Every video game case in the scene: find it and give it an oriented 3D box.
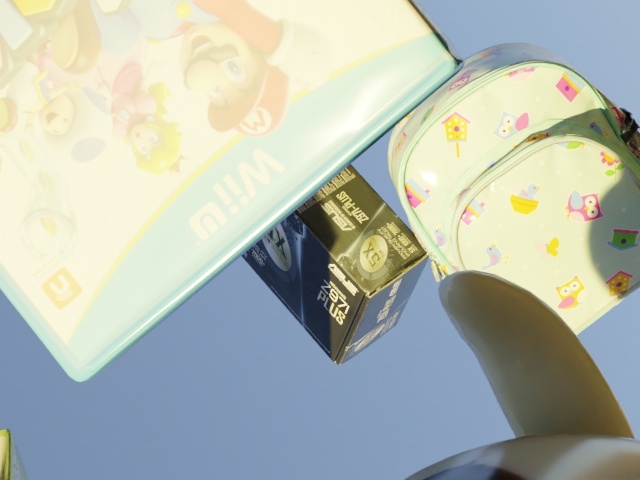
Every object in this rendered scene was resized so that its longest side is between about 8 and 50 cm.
[{"bbox_3d":[-0.064,-0.067,0.398,0.166,0.119,0.015,51,-163,2],"label":"video game case"}]

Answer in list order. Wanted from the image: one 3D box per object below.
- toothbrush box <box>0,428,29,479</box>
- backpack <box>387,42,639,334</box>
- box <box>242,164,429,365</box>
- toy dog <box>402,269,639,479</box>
[{"bbox_3d":[-0.295,0.263,1.228,0.283,0.206,0.122,87,177,-54],"label":"toothbrush box"},{"bbox_3d":[0.139,-0.031,1.143,0.188,0.166,0.144,51,-168,-9],"label":"backpack"},{"bbox_3d":[0.000,0.000,1.562,0.077,0.147,0.180,-34,-107,-26],"label":"box"},{"bbox_3d":[0.039,0.189,0.572,0.408,0.284,0.395,15,-104,-52],"label":"toy dog"}]
